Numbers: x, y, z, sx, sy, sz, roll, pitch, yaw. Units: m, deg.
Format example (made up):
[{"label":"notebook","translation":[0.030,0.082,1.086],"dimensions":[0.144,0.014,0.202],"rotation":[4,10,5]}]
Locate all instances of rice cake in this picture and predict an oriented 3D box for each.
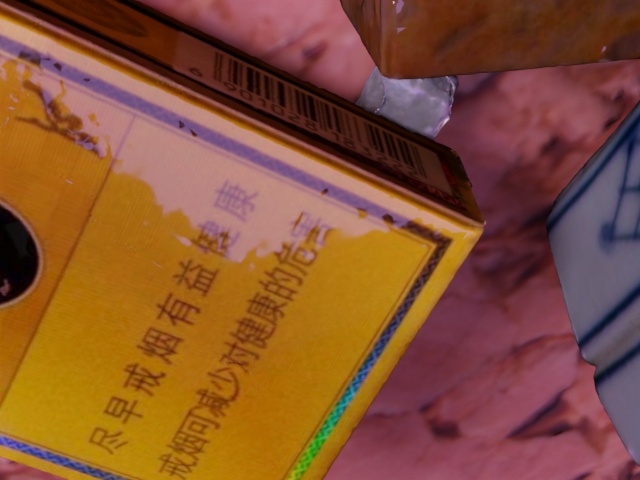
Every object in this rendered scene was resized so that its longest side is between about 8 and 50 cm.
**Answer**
[{"label":"rice cake","translation":[0.000,0.000,0.522],"dimensions":[0.043,0.034,0.211],"rotation":[24,114,-18]}]

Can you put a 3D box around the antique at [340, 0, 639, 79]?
[{"label":"antique","translation":[0.166,-0.135,0.439],"dimensions":[0.310,0.093,0.087],"rotation":[-6,123,-9]}]

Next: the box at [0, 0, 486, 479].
[{"label":"box","translation":[-0.110,-0.004,0.444],"dimensions":[0.301,0.084,0.193],"rotation":[23,113,-16]}]

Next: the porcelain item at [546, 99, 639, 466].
[{"label":"porcelain item","translation":[0.268,-0.001,0.440],"dimensions":[0.286,0.157,0.281],"rotation":[-3,152,-18]}]
